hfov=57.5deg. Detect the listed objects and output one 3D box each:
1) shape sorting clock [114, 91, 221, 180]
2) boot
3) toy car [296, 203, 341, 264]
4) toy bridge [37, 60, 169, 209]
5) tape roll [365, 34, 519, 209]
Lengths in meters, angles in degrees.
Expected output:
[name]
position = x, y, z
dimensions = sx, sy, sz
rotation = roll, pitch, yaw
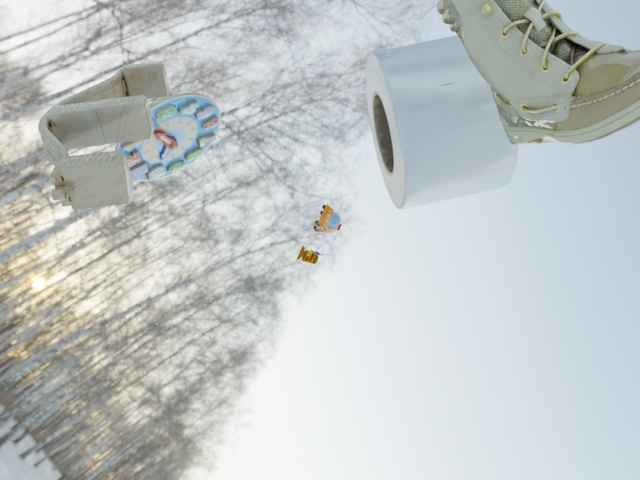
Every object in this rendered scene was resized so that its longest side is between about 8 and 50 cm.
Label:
[shape sorting clock]
position = -0.262, -0.175, 1.019
dimensions = 0.040, 0.206, 0.206
rotation = 56, -29, 19
[boot]
position = 0.222, -0.202, 0.575
dimensions = 0.204, 0.095, 0.262
rotation = 55, -4, -11
[toy car]
position = 0.000, 0.000, 0.885
dimensions = 0.040, 0.122, 0.060
rotation = 24, -33, 1
[toy bridge]
position = -0.136, -0.071, 0.357
dimensions = 0.188, 0.063, 0.026
rotation = -101, -176, -57
[tape roll]
position = 0.177, -0.183, 0.904
dimensions = 0.246, 0.169, 0.246
rotation = 168, -90, -89
